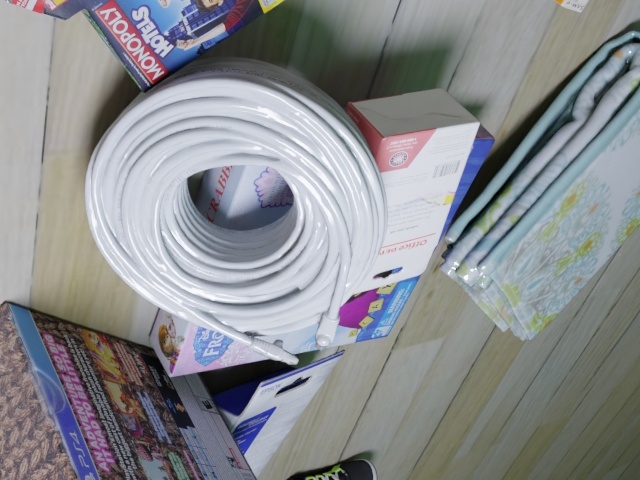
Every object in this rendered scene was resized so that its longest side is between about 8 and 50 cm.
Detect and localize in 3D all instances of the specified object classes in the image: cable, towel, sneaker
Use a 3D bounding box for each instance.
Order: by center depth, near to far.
[{"bbox_3d":[-0.069,-0.032,0.755,0.257,0.089,0.257,23,123,-9],"label":"cable"},{"bbox_3d":[0.329,-0.050,1.147,0.374,0.090,0.320,-47,148,0],"label":"towel"},{"bbox_3d":[-0.009,0.423,1.425,0.235,0.084,0.097,-25,142,-16],"label":"sneaker"}]

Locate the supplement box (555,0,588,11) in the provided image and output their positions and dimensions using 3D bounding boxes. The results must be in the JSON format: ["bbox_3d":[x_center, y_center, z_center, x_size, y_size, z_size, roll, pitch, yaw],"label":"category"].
[{"bbox_3d":[0.257,-0.286,0.862,0.036,0.062,0.098,0,130,-42],"label":"supplement box"}]

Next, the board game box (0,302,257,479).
[{"bbox_3d":[-0.220,0.225,0.892,0.141,0.232,0.291,-44,143,11],"label":"board game box"}]

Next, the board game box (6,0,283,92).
[{"bbox_3d":[-0.139,-0.207,0.619,0.194,0.060,0.194,-33,145,-3],"label":"board game box"}]

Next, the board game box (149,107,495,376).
[{"bbox_3d":[0.000,0.000,0.966,0.318,0.066,0.318,-6,134,-36],"label":"board game box"}]

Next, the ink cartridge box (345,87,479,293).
[{"bbox_3d":[0.069,-0.044,0.861,0.115,0.067,0.198,-13,135,-30],"label":"ink cartridge box"}]

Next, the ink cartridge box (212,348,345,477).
[{"bbox_3d":[-0.120,0.274,1.145,0.176,0.069,0.370,-12,142,-54],"label":"ink cartridge box"}]
